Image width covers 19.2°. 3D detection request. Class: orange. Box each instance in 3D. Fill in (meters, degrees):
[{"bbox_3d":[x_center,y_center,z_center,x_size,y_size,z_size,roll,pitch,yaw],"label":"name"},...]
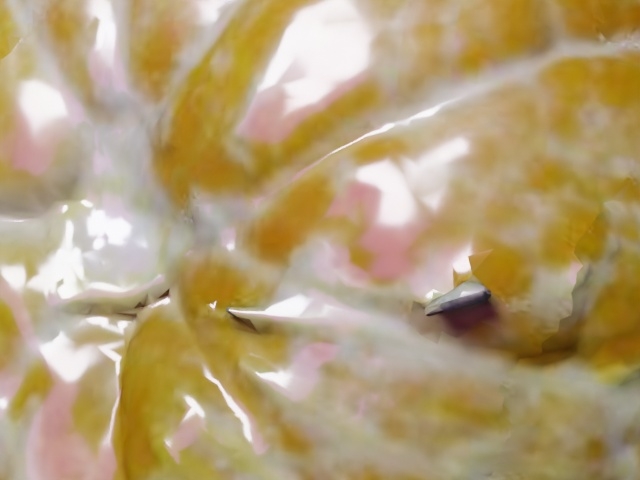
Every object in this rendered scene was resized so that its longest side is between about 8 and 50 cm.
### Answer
[{"bbox_3d":[0.000,0.000,0.590,0.329,0.249,0.329,0,89,25],"label":"orange"}]
